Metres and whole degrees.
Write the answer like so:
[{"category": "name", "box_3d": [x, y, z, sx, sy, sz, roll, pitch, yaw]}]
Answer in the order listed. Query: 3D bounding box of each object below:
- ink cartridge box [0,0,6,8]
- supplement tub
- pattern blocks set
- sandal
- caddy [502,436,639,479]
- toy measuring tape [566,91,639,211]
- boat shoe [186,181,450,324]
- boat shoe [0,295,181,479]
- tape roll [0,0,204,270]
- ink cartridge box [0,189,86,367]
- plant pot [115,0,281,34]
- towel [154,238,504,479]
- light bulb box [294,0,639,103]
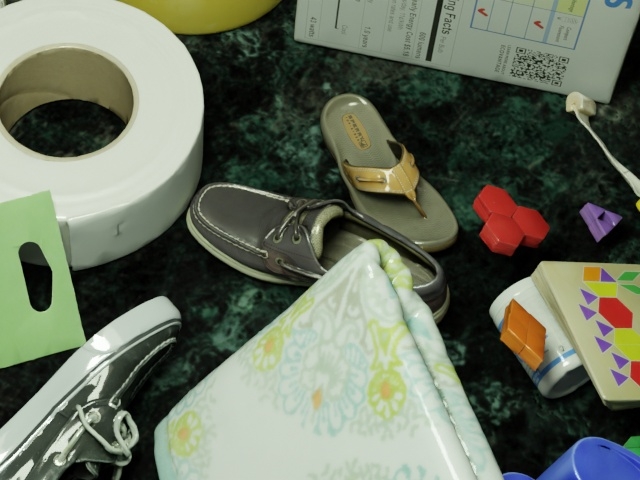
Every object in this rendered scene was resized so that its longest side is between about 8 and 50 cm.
[{"category": "ink cartridge box", "box_3d": [-0.436, -0.311, 2.124, 0.172, 0.100, 0.237, -8, 59, -8]}, {"category": "supplement tub", "box_3d": [0.223, 0.096, 1.939, 0.071, 0.071, 0.107, -24, 63, -18]}, {"category": "pattern blocks set", "box_3d": [0.292, 0.089, 1.914, 0.285, 0.026, 0.325, 9, 46, -26]}, {"category": "sandal", "box_3d": [0.068, -0.077, 2.040, 0.090, 0.060, 0.219, -19, 62, -15]}, {"category": "caddy", "box_3d": [0.242, 0.344, 1.731, 0.241, 0.179, 0.341, -16, 58, -41]}, {"category": "toy measuring tape", "box_3d": [0.384, -0.057, 2.015, 0.121, 0.121, 0.330, -24, 62, -18]}, {"category": "boat shoe", "box_3d": [0.000, 0.000, 1.968, 0.285, 0.092, 0.103, 25, 60, 11]}, {"category": "boat shoe", "box_3d": [-0.225, 0.183, 1.830, 0.105, 0.113, 0.306, 42, 67, 12]}, {"category": "tape roll", "box_3d": [-0.261, -0.115, 2.018, 0.286, 0.100, 0.286, 2, 58, -4]}, {"category": "ink cartridge box", "box_3d": [-0.351, 0.062, 1.869, 0.235, 0.171, 0.056, -14, 18, -12]}, {"category": "plant pot", "box_3d": [-0.139, -0.392, 2.115, 0.254, 0.239, 0.254, 2, 58, -3]}, {"category": "towel", "box_3d": [0.017, 0.238, 1.712, 0.090, 0.320, 0.374, 11, 48, -48]}, {"category": "light bulb box", "box_3d": [0.174, -0.357, 2.046, 0.361, 0.358, 0.225, 12, 60, 2]}]
